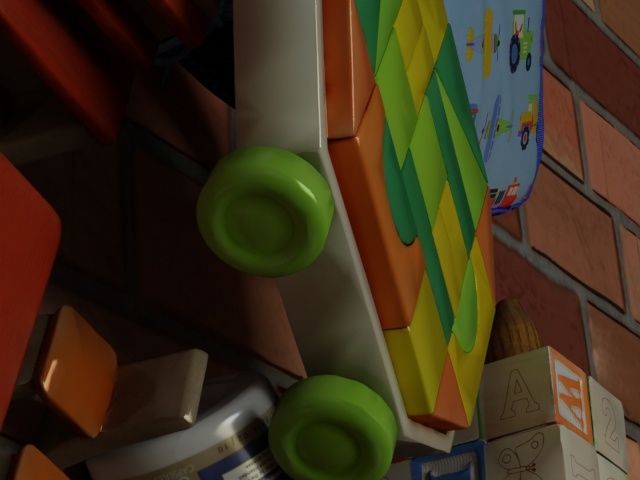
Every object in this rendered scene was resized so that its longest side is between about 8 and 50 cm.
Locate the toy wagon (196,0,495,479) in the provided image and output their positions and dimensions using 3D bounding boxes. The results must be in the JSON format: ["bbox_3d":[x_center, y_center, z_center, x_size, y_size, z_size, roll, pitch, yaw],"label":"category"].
[{"bbox_3d":[0.011,-0.063,0.907,0.267,0.068,0.344,-71,150,-54],"label":"toy wagon"}]

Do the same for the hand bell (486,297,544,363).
[{"bbox_3d":[0.134,0.121,1.261,0.126,0.126,0.242,53,21,-31],"label":"hand bell"}]

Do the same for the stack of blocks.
[{"bbox_3d":[0.071,0.220,0.985,0.087,0.171,0.297,37,44,-48],"label":"stack of blocks"}]

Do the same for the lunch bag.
[{"bbox_3d":[0.079,-0.132,1.280,0.221,0.138,0.293,-13,95,-65],"label":"lunch bag"}]

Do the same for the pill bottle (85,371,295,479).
[{"bbox_3d":[-0.035,0.155,0.911,0.169,0.094,0.094,67,28,-9],"label":"pill bottle"}]

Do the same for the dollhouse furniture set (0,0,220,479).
[{"bbox_3d":[-0.134,-0.017,0.788,0.262,0.135,0.259,50,35,-36],"label":"dollhouse furniture set"}]

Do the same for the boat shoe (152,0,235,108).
[{"bbox_3d":[-0.077,-0.144,1.021,0.258,0.109,0.089,46,15,-16],"label":"boat shoe"}]
